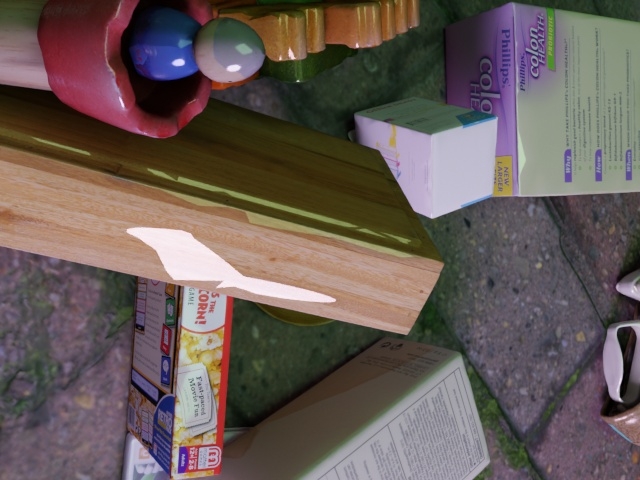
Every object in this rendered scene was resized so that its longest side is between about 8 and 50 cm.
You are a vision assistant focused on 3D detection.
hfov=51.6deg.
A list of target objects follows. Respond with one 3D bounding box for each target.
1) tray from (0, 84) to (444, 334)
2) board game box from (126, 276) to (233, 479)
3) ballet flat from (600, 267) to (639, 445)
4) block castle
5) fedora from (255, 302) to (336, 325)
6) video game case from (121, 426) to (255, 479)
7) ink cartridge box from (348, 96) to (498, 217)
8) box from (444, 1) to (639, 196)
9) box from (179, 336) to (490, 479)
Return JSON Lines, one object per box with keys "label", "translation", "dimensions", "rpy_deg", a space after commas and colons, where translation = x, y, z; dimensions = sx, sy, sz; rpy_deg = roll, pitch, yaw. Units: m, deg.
{"label": "tray", "translation": [-0.127, -0.059, 0.493], "dimensions": [0.410, 0.203, 0.076], "rpy_deg": [14, 117, -18]}
{"label": "board game box", "translation": [-0.126, 0.087, 0.579], "dimensions": [0.045, 0.146, 0.194], "rpy_deg": [4, 90, -30]}
{"label": "ballet flat", "translation": [0.485, 0.126, 0.973], "dimensions": [0.124, 0.116, 0.343], "rpy_deg": [18, 86, -10]}
{"label": "block castle", "translation": [-0.041, -0.268, 0.442], "dimensions": [0.453, 0.212, 0.303], "rpy_deg": [-46, 141, -53]}
{"label": "fedora", "translation": [0.000, 0.000, 0.688], "dimensions": [0.194, 0.079, 0.195], "rpy_deg": [-2, 93, -31]}
{"label": "video game case", "translation": [-0.116, 0.285, 0.663], "dimensions": [0.173, 0.022, 0.191], "rpy_deg": [7, 88, -30]}
{"label": "ink cartridge box", "translation": [0.105, -0.096, 0.718], "dimensions": [0.092, 0.143, 0.090], "rpy_deg": [-19, 119, -28]}
{"label": "box", "translation": [0.285, -0.162, 0.827], "dimensions": [0.242, 0.117, 0.214], "rpy_deg": [-5, 94, -31]}
{"label": "box", "translation": [0.017, 0.235, 0.659], "dimensions": [0.311, 0.121, 0.148], "rpy_deg": [-26, 107, -34]}
